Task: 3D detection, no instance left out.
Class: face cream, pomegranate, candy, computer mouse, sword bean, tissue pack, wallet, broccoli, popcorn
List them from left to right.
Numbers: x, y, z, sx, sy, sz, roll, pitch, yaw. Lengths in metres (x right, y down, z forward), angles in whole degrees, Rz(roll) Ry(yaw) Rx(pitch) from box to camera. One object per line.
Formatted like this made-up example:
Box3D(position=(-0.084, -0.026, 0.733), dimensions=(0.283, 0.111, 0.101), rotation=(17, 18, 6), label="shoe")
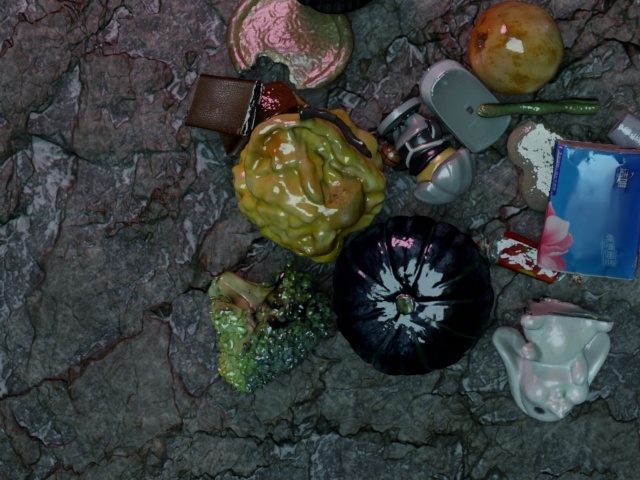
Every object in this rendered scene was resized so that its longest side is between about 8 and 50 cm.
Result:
Box3D(position=(-0.222, -0.311, 1.899), dimensions=(0.243, 0.039, 0.133), rotation=(17, 93, 47), label="wallet")
Box3D(position=(-0.136, 0.179, 1.933), dimensions=(0.281, 0.348, 0.293), rotation=(42, 59, 11), label="broccoli")
Box3D(position=(-0.015, -0.153, 1.788), dimensions=(0.349, 0.381, 0.349), rotation=(3, 59, -5), label="popcorn")
Box3D(position=(0.320, -0.305, 1.858), dimensions=(0.128, 0.079, 0.231), rotation=(-41, 106, 9), label="computer mouse")
Box3D(position=(0.414, -0.409, 1.755), dimensions=(0.207, 0.207, 0.207), rotation=(1, 98, 10), label="pomegranate")
Box3D(position=(0.470, 0.037, 1.883), dimensions=(0.292, 0.059, 0.086), rotation=(21, 104, 8), label="candy")
Box3D(position=(0.477, -0.291, 1.823), dimensions=(0.269, 0.043, 0.038), rotation=(-3, 112, -3), label="sword bean")
Box3D(position=(0.570, -0.065, 1.707), dimensions=(0.209, 0.137, 0.269), rotation=(8, 104, 9), label="tissue pack")
Box3D(position=(0.723, -0.191, 1.806), dimensions=(0.198, 0.057, 0.084), rotation=(41, 104, 1), label="face cream")

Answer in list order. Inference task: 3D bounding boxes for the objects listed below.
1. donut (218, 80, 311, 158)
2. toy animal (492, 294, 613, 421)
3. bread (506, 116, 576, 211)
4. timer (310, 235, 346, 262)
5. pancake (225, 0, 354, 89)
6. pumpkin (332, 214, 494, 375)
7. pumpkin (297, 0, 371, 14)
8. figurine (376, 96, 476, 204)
Box3D(position=(-0.138, -0.287, 1.916), dimensions=(0.186, 0.144, 0.126), rotation=(-50, 60, 37), label="donut")
Box3D(position=(0.506, 0.256, 1.853), dimensions=(0.249, 0.174, 0.289), rotation=(26, 101, -6), label="toy animal")
Box3D(position=(0.552, -0.127, 1.823), dimensions=(0.337, 0.102, 0.183), rotation=(30, 102, 6), label="bread")
Box3D(position=(0.000, 0.000, 1.939), dimensions=(0.107, 0.109, 0.107), rotation=(-7, 81, 51), label="timer")
Box3D(position=(-0.074, -0.464, 1.900), dimensions=(0.286, 0.033, 0.288), rotation=(-32, 82, 0), label="pancake")
Box3D(position=(0.198, 0.119, 1.841), dimensions=(0.363, 0.266, 0.363), rotation=(3, 102, 14), label="pumpkin")
Box3D(position=(0.032, -0.615, 1.776), dimensions=(0.248, 0.248, 0.248), rotation=(1, 98, 10), label="pumpkin")
Box3D(position=(0.234, -0.185, 1.857), dimensions=(0.236, 0.133, 0.176), rotation=(51, 132, 8), label="figurine")
